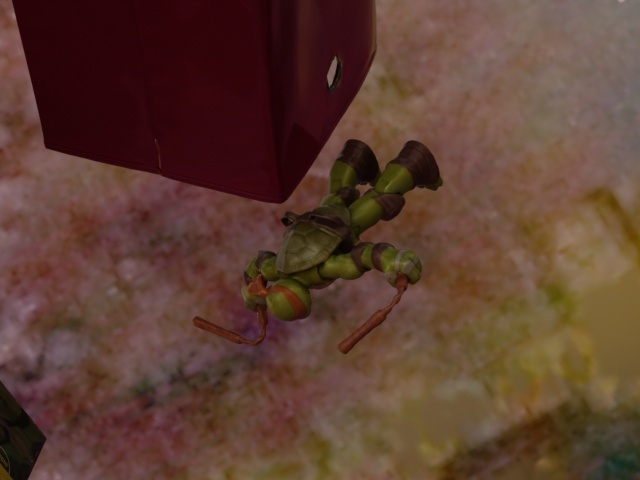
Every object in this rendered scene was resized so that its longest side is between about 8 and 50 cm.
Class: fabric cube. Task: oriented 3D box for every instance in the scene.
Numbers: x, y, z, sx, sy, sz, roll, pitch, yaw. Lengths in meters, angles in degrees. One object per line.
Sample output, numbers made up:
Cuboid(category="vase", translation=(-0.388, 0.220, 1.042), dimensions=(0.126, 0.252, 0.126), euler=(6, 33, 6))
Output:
Cuboid(category="fabric cube", translation=(-0.106, -0.230, 1.380), dimensions=(0.258, 0.259, 0.254), euler=(86, -156, -44))

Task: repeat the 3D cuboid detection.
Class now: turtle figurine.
Cuboid(category="turtle figurine", translation=(0.000, 0.000, 1.347), dimensions=(0.269, 0.087, 0.217), euler=(-12, 35, 49))

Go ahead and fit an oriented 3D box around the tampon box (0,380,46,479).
Cuboid(category="tampon box", translation=(-0.334, 0.178, 1.259), dimensions=(0.161, 0.120, 0.101), euler=(-24, 25, 23))
